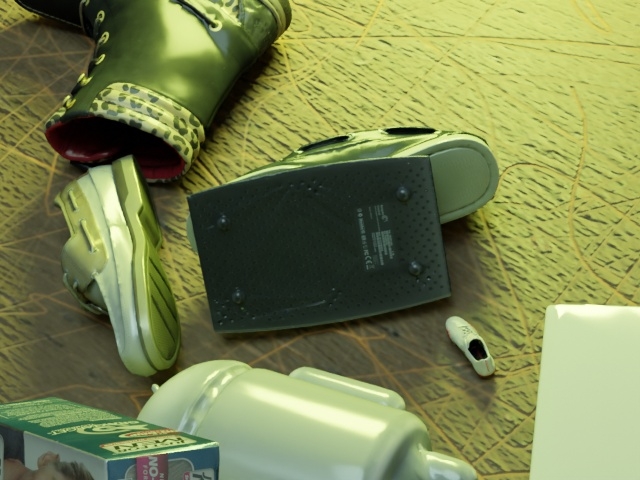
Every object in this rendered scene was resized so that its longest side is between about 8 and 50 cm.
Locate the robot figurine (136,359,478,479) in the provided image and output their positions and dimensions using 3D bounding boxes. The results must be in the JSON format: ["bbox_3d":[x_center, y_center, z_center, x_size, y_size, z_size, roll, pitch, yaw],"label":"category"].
[{"bbox_3d":[-0.034,0.228,1.496,0.353,0.199,0.300,15,39,22],"label":"robot figurine"}]

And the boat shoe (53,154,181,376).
[{"bbox_3d":[-0.223,0.037,1.757,0.103,0.113,0.302,-19,42,3],"label":"boat shoe"}]

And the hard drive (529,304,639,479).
[{"bbox_3d":[0.315,0.214,1.525,0.233,0.047,0.353,2,50,13],"label":"hard drive"}]

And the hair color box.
[{"bbox_3d":[-0.209,0.242,1.410,0.105,0.173,0.347,-4,3,-32],"label":"hair color box"}]

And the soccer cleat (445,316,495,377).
[{"bbox_3d":[0.153,0.104,1.663,0.029,0.035,0.083,-25,51,-8],"label":"soccer cleat"}]

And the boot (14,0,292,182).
[{"bbox_3d":[-0.253,-0.224,1.953,0.377,0.138,0.284,14,56,15],"label":"boot"}]

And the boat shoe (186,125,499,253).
[{"bbox_3d":[0.022,-0.056,1.775,0.340,0.127,0.113,-18,21,6],"label":"boat shoe"}]

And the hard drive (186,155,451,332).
[{"bbox_3d":[0.000,0.000,1.703,0.255,0.172,0.054,-9,17,4],"label":"hard drive"}]
